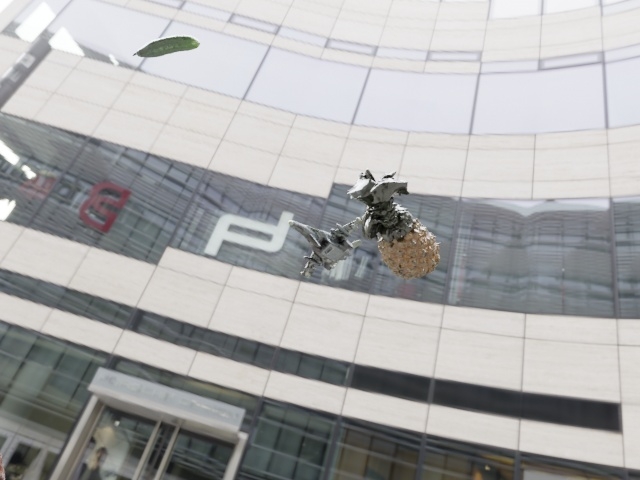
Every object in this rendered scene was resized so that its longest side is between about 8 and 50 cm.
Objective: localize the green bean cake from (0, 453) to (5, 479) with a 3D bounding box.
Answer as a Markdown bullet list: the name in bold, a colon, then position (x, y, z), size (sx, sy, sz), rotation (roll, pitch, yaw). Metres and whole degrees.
- **green bean cake**: position (-0.418, 0.273, 0.572), size (0.057, 0.136, 0.135), rotation (13, -64, 23)

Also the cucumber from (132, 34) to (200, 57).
- **cucumber**: position (-0.339, -0.427, 1.155), size (0.155, 0.037, 0.037), rotation (-8, -38, 7)

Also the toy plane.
- **toy plane**: position (0.007, 0.008, 1.166), size (0.088, 0.192, 0.262), rotation (50, 11, 23)

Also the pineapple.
- **pineapple**: position (0.133, -0.035, 0.970), size (0.111, 0.119, 0.237), rotation (20, -25, 53)
